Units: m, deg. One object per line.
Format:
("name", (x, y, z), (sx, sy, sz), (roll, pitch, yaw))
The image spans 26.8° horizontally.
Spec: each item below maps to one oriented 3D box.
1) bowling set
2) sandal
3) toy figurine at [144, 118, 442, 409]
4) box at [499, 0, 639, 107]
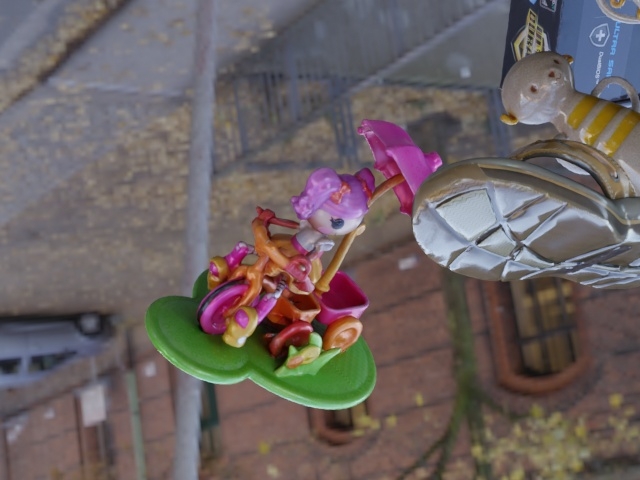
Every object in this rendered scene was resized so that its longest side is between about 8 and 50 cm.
("bowling set", (0.248, -0.162, 0.760), (0.287, 0.154, 0.200), (-47, 168, -25))
("sandal", (0.100, -0.015, 0.542), (0.180, 0.049, 0.072), (7, 156, -44))
("toy figurine", (0.000, 0.000, 0.789), (0.173, 0.130, 0.159), (1, 130, -47))
("box", (0.289, -0.256, 1.029), (0.293, 0.295, 0.073), (-10, -151, -26))
